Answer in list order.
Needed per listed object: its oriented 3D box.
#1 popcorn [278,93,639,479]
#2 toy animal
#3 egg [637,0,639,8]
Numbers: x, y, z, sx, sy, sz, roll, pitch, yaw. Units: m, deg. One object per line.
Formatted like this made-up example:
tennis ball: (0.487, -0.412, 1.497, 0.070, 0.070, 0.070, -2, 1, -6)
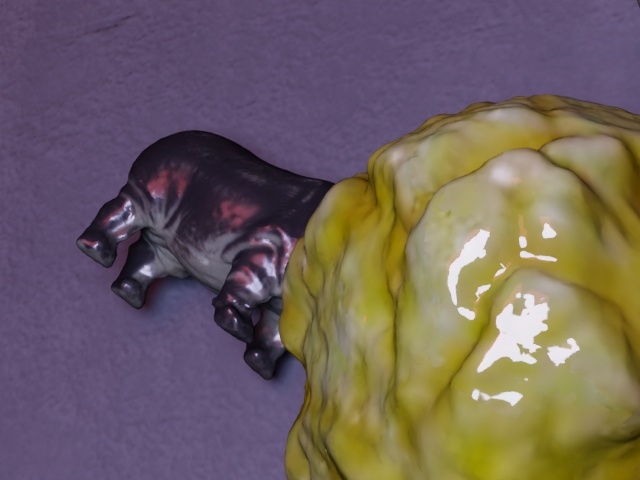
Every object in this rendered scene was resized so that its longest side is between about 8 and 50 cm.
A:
popcorn: (0.103, 0.092, 0.939, 0.294, 0.334, 0.292, -5, 23, 22)
toy animal: (-0.001, 0.015, 1.210, 0.343, 0.106, 0.168, 10, 61, 26)
egg: (0.308, -0.208, 1.094, 0.219, 0.219, 0.269, 3, 80, 30)
